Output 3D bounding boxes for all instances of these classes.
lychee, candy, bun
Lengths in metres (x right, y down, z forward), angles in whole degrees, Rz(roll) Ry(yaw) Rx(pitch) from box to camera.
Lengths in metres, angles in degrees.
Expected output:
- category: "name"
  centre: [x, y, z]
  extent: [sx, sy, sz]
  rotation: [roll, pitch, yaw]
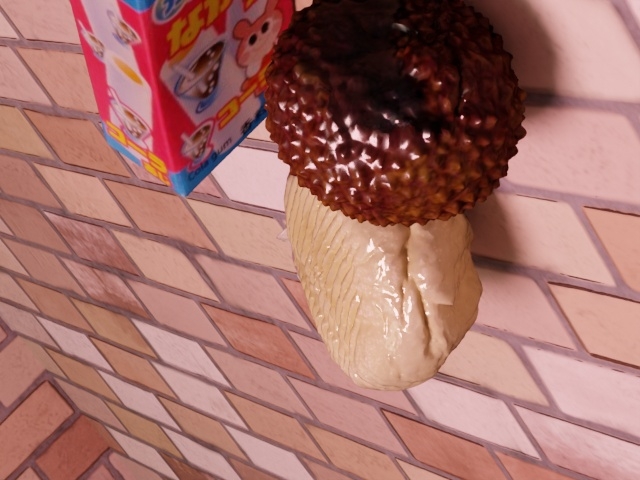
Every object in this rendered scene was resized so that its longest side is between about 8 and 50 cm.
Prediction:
- category: "lychee"
  centre: [0.051, -0.090, 1.226]
  extent: [0.188, 0.188, 0.188]
  rotation: [38, 159, 18]
- category: "candy"
  centre: [-0.104, -0.181, 1.364]
  extent: [0.100, 0.157, 0.306]
  rotation: [36, 158, 21]
- category: "bun"
  centre: [0.060, 0.010, 1.452]
  extent: [0.220, 0.134, 0.220]
  rotation: [165, 90, -70]

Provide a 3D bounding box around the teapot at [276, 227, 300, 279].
- category: "teapot"
  centre: [0.000, 0.000, 1.675]
  extent: [0.064, 0.064, 0.083]
  rotation: [51, 128, 4]
